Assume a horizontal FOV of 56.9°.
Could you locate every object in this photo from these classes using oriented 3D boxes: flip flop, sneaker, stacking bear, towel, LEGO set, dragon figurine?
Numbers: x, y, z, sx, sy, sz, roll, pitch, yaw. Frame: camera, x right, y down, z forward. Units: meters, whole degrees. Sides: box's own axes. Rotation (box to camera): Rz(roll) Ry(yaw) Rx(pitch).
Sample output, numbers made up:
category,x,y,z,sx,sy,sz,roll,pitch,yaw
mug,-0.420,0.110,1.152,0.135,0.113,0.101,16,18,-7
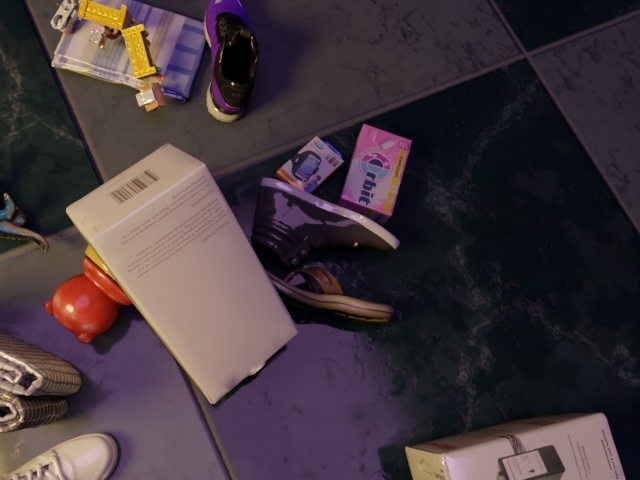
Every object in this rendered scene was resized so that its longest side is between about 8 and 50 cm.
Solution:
category,x,y,z,sx,sy,sz,roll,pitch,yaw
flip flop,0.009,0.092,1.100,0.276,0.112,0.080,14,76,-9
sneaker,-0.172,-0.403,1.204,0.102,0.146,0.294,1,74,-23
stacking bear,-0.344,0.044,1.043,0.175,0.164,0.289,39,75,5
towel,-0.541,0.202,0.915,0.283,0.235,0.121,23,76,-1
towel,-0.391,-0.410,1.242,0.284,0.034,0.209,14,68,-6
LEGO set,-0.385,-0.388,1.184,0.287,0.107,0.132,41,102,0
sneaker,0.000,0.000,1.144,0.295,0.104,0.147,22,84,-8
sneaker,-0.458,0.392,0.900,0.292,0.169,0.108,-28,77,-18
dragon figurine,-0.616,-0.032,1.055,0.289,0.085,0.144,42,71,6

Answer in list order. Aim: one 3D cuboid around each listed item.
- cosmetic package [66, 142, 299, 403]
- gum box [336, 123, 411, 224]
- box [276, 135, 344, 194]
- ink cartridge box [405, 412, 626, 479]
category,x,y,z,sx,sy,sz,roll,pitch,yaw
cosmetic package,-0.206,0.059,0.947,0.197,0.366,0.155,-37,37,-19
gum box,0.111,-0.141,1.217,0.107,0.062,0.189,18,71,-3
box,-0.016,-0.154,1.221,0.081,0.028,0.136,43,73,6
ink cartridge box,0.316,0.383,1.004,0.289,0.211,0.122,-10,75,-11
